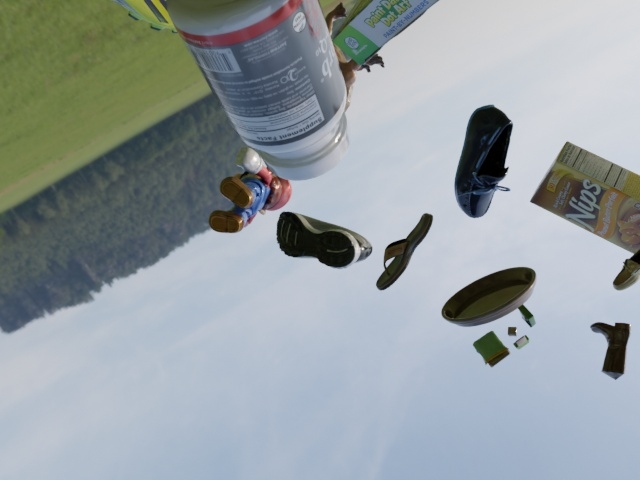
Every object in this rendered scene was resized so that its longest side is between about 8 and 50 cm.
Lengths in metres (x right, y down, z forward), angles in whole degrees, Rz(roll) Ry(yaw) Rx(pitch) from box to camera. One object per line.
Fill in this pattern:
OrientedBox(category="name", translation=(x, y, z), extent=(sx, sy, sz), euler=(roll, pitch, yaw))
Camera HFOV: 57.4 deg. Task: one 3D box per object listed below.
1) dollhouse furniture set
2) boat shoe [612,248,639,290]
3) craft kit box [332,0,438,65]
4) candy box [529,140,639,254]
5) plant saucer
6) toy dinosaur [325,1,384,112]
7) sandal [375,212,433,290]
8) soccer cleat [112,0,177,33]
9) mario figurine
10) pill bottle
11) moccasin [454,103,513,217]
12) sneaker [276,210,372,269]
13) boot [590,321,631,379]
OrientedBox(category="dollhouse furniture set", translation=(0.421, 0.217, 1.336), extent=(0.152, 0.058, 0.076), euler=(-37, -129, 5))
OrientedBox(category="boat shoe", translation=(0.739, 0.060, 1.382), extent=(0.135, 0.045, 0.050), euler=(-46, -157, 3))
OrientedBox(category="craft kit box", translation=(0.139, -0.345, 0.656), extent=(0.249, 0.061, 0.247), euler=(-60, -160, -18))
OrientedBox(category="candy box", translation=(0.721, -0.101, 1.483), extent=(0.087, 0.316, 0.183), euler=(-54, 166, -28))
OrientedBox(category="plant saucer", translation=(0.464, 0.157, 1.603), extent=(0.278, 0.041, 0.278), euler=(-29, -171, 5))
OrientedBox(category="toy dinosaur", translation=(-0.002, -0.355, 1.201), extent=(0.200, 0.295, 0.127), euler=(-29, 164, -3))
OrientedBox(category="sandal", translation=(0.192, 0.020, 1.406), extent=(0.219, 0.060, 0.090), euler=(-57, -173, 10))
OrientedBox(category="soccer cleat", translation=(-0.298, -0.437, 0.975), extent=(0.121, 0.289, 0.093), euler=(-42, -129, 40))
OrientedBox(category="mario figurine", translation=(-0.193, -0.118, 1.430), extent=(0.198, 0.170, 0.320), euler=(-29, -174, 17))
OrientedBox(category="pill bottle", translation=(-0.075, -0.274, 0.947), extent=(0.210, 0.363, 0.210), euler=(-9, -124, 13))
OrientedBox(category="moccasin", translation=(0.440, -0.190, 1.575), extent=(0.138, 0.342, 0.117), euler=(-26, -137, -19))
OrientedBox(category="sneaker", translation=(0.000, 0.000, 1.345), extent=(0.272, 0.100, 0.108), euler=(21, -164, 39))
OrientedBox(category="boot", translation=(0.591, 0.228, 1.208), extent=(0.106, 0.037, 0.114), euler=(144, -38, -72))
